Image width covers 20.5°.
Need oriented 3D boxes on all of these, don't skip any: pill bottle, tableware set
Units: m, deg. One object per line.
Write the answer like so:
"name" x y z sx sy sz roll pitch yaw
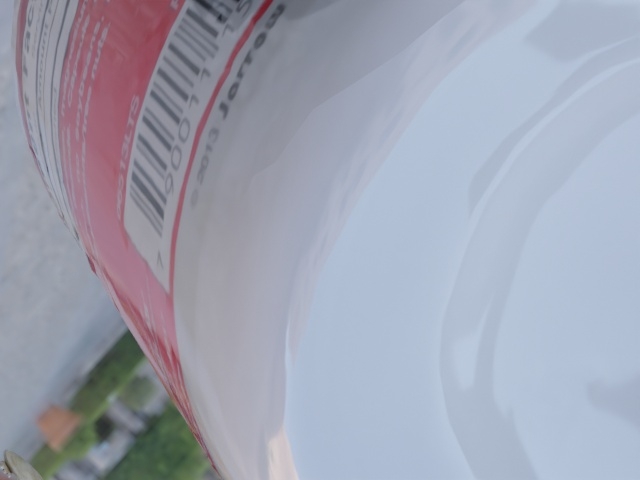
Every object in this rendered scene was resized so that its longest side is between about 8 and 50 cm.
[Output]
"pill bottle" 0.026 -0.045 0.582 0.229 0.229 0.407 -48 -153 2
"tableware set" -0.226 0.258 1.562 0.020 0.168 0.141 -41 -153 0
